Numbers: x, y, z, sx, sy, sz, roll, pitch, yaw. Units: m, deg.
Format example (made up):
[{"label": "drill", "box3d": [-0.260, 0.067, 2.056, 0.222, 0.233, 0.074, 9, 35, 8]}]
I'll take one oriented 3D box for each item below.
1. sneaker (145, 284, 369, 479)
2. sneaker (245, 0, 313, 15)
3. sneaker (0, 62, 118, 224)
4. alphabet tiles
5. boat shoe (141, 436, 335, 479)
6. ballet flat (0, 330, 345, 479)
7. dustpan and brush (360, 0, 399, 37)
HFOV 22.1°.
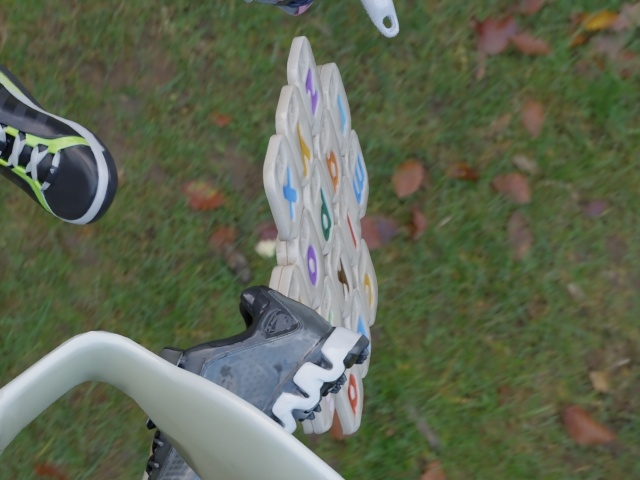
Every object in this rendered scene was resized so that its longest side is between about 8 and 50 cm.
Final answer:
[{"label": "sneaker", "box3d": [-0.077, 0.123, 1.048, 0.106, 0.078, 0.234, 39, 74, 4]}, {"label": "sneaker", "box3d": [-0.019, -0.288, 1.688, 0.112, 0.319, 0.131, -43, 124, -13]}, {"label": "sneaker", "box3d": [-0.280, -0.085, 1.440, 0.234, 0.084, 0.097, 36, 25, 28]}, {"label": "alphabet tiles", "box3d": [0.000, 0.000, 1.251, 0.021, 0.278, 0.284, -5, 43, 14]}, {"label": "boat shoe", "box3d": [-0.021, 0.246, 1.364, 0.121, 0.341, 0.110, 1, 102, -58]}, {"label": "ballet flat", "box3d": [-0.085, 0.062, 0.328, 0.342, 0.116, 0.124, 22, 55, 1]}, {"label": "dustpan and brush", "box3d": [0.009, -0.248, 1.215, 0.147, 0.060, 0.211, -30, 93, -12]}]
